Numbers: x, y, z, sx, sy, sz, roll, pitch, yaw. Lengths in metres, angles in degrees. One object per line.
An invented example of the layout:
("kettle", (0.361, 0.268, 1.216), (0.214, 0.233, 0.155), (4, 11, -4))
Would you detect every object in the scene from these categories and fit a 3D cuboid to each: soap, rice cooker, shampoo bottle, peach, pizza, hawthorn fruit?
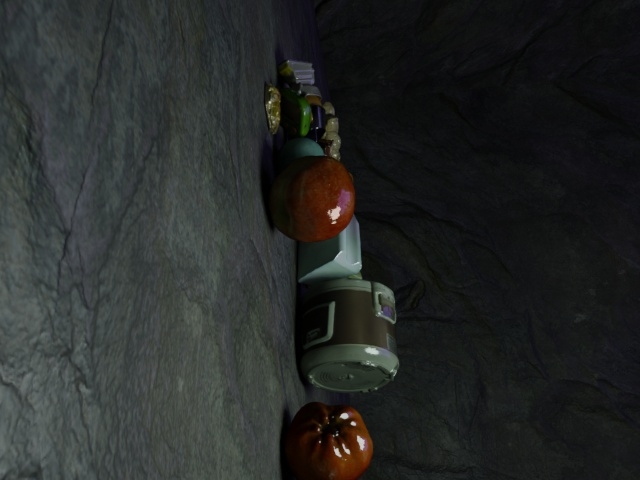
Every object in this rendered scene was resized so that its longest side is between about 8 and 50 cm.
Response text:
("soap", (0.028, -0.011, 1.926), (0.115, 0.208, 0.347), (38, 36, -34))
("rice cooker", (0.089, 0.291, 1.789), (0.335, 0.335, 0.325), (77, 11, -53))
("shampoo bottle", (-0.043, -0.205, 1.748), (0.349, 0.151, 0.221), (63, 27, -76))
("peach", (-0.010, -0.117, 1.476), (0.257, 0.232, 0.232), (-28, 121, -37))
("pizza", (-0.132, -0.382, 1.585), (0.099, 0.036, 0.160), (75, 11, -58))
("hawthorn fruit", (0.012, 0.540, 1.417), (0.224, 0.224, 0.261), (-87, -174, -54))

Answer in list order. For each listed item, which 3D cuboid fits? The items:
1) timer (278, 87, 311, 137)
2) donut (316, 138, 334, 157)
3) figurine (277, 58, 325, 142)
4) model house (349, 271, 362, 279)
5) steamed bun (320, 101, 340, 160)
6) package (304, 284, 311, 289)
("timer", (-0.081, -0.380, 1.658), (0.140, 0.047, 0.128), (43, -39, 33))
("donut", (-0.013, -0.362, 2.255), (0.217, 0.141, 0.085), (-53, 148, -69))
("figurine", (-0.059, -0.444, 1.852), (0.308, 0.143, 0.308), (45, 38, -51))
("model house", (0.028, 0.095, 2.271), (0.189, 0.195, 0.214), (40, 25, -47))
("steamed bun", (0.011, -0.476, 2.521), (0.295, 0.137, 0.292), (88, -6, -77))
("package", (-0.048, 0.103, 2.001), (0.120, 0.031, 0.108), (-88, 171, -51))
